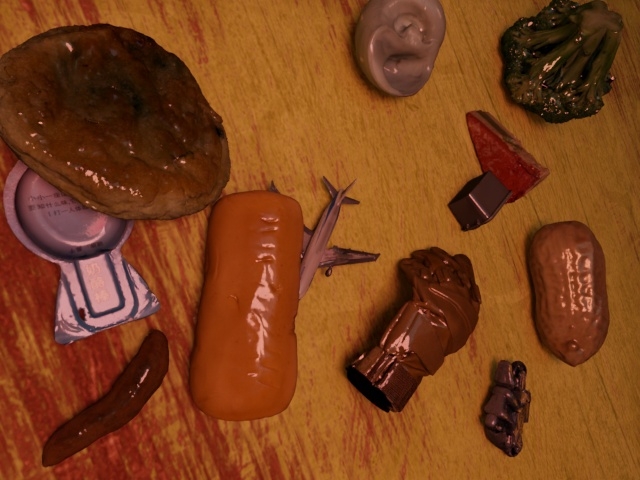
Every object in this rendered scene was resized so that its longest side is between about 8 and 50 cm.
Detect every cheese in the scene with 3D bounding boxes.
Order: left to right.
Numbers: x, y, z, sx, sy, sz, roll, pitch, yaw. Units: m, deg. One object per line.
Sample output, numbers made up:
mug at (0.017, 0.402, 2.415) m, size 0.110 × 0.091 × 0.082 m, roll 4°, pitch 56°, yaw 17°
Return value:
cheese at (-0.286, -0.010, 0.488) m, size 0.135 × 0.052 × 0.245 m, roll -18°, pitch 91°, yaw -29°

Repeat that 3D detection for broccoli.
broccoli at (0.561, -0.414, 0.937) m, size 0.264 × 0.245 × 0.295 m, roll -14°, pitch 64°, yaw -12°

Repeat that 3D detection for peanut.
peanut at (0.545, 0.115, 0.893) m, size 0.152 × 0.152 × 0.313 m, roll 0°, pitch 82°, yaw -30°

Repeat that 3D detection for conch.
conch at (0.143, -0.362, 0.750) m, size 0.221 × 0.121 × 0.185 m, roll -40°, pitch 100°, yaw -24°

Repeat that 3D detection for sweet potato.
sweet potato at (-0.242, 0.193, 0.483) m, size 0.182 × 0.053 × 0.054 m, roll -48°, pitch 145°, yaw -24°

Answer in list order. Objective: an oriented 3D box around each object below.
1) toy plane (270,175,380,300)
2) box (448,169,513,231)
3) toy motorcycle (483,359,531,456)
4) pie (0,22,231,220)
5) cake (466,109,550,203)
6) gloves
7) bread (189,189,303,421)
toy plane at (-0.001, -0.001, 0.645) m, size 0.225 × 0.058 × 0.226 m, roll 33°, pitch 71°, yaw -18°
box at (0.325, -0.084, 0.834) m, size 0.069 × 0.084 × 0.122 m, roll 50°, pitch 61°, yaw -5°
toy motorcycle at (0.365, 0.333, 0.799) m, size 0.124 × 0.061 × 0.194 m, roll 8°, pitch 86°, yaw -35°
pie at (-0.231, -0.147, 0.498) m, size 0.276 × 0.078 × 0.277 m, roll 21°, pitch 53°, yaw -30°
cake at (0.395, -0.180, 0.912) m, size 0.086 × 0.117 × 0.220 m, roll -16°, pitch 57°, yaw -33°
gloves at (0.176, 0.129, 0.678) m, size 0.154 × 0.141 × 0.331 m, roll 50°, pitch 62°, yaw -12°
bread at (-0.096, 0.077, 0.544) m, size 0.141 × 0.091 × 0.306 m, roll 4°, pitch 79°, yaw -7°
